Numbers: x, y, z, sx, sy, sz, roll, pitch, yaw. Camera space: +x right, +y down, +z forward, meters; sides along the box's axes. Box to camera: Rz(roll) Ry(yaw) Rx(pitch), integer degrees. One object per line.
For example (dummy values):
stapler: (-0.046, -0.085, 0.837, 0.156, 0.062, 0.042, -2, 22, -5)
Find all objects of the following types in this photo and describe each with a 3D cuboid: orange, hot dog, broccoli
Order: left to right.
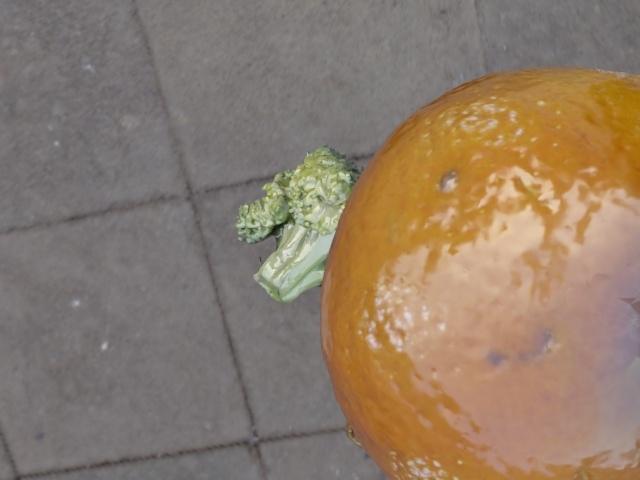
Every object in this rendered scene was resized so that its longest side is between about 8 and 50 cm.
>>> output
broccoli: (0.007, 0.003, 1.902, 0.281, 0.348, 0.293, -42, 98, -20)
hot dog: (0.064, 0.262, 1.384, 0.083, 0.058, 0.035, 44, 80, -28)
orange: (0.110, 0.029, 0.474, 0.224, 0.170, 0.224, -4, 97, -34)
